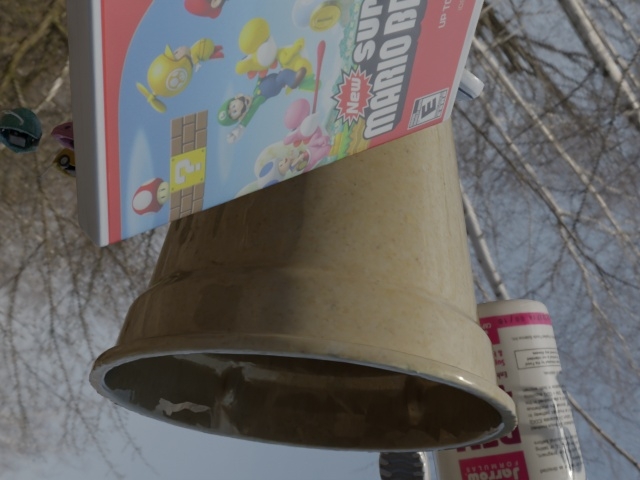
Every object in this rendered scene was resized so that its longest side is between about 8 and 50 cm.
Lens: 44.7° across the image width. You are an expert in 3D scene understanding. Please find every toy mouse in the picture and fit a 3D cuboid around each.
[{"bbox_3d":[-0.244,-0.098,0.726,0.161,0.143,0.031,5,-110,24],"label":"toy mouse"}]

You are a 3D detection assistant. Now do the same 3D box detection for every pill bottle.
[{"bbox_3d":[0.202,0.219,0.867,0.160,0.160,0.283,-22,-110,37],"label":"pill bottle"}]

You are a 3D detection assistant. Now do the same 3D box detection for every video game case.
[{"bbox_3d":[-0.002,-0.124,0.431,0.285,0.204,0.025,-24,-130,-36],"label":"video game case"}]

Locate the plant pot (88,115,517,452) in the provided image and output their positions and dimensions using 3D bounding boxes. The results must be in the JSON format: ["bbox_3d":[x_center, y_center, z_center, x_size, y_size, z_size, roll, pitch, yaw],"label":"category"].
[{"bbox_3d":[0.000,0.000,0.681,0.334,0.334,0.305,-17,-123,42],"label":"plant pot"}]

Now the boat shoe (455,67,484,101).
[{"bbox_3d":[0.084,-0.210,0.922,0.075,0.226,0.083,-61,-165,14],"label":"boat shoe"}]

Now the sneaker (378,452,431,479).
[{"bbox_3d":[0.153,0.426,1.308,0.105,0.281,0.115,7,-154,13],"label":"sneaker"}]
